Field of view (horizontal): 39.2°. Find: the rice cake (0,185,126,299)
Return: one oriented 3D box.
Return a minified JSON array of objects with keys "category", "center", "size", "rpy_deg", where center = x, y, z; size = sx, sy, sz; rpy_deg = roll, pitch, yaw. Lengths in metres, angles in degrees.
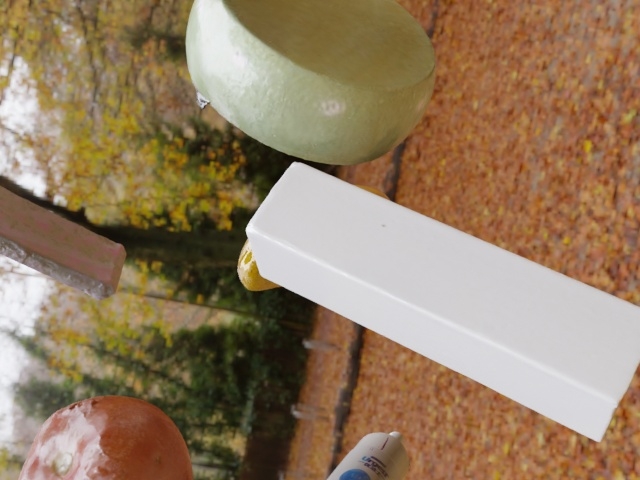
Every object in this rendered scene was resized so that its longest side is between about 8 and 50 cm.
[{"category":"rice cake","center":[-0.444,-0.008,1.378],"size":[0.050,0.297,0.106],"rpy_deg":[-49,23,32]}]

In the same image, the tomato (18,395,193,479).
[{"category":"tomato","center":[-0.260,0.298,1.116],"size":[0.184,0.208,0.208],"rpy_deg":[42,-132,-47]}]

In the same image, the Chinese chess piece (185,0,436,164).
[{"category":"Chinese chess piece","center":[-0.005,-0.105,0.510],"size":[0.144,0.144,0.058],"rpy_deg":[-83,17,-49]}]

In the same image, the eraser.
[{"category":"eraser","center":[0.090,0.040,0.675],"size":[0.076,0.298,0.078],"rpy_deg":[-55,-24,-24]}]

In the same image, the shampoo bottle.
[{"category":"shampoo bottle","center":[0.053,0.360,1.281],"size":[0.303,0.092,0.092],"rpy_deg":[-34,-39,-56]}]

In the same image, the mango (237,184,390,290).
[{"category":"mango","center":[0.004,0.002,1.324],"size":[0.109,0.262,0.157],"rpy_deg":[39,143,45]}]
